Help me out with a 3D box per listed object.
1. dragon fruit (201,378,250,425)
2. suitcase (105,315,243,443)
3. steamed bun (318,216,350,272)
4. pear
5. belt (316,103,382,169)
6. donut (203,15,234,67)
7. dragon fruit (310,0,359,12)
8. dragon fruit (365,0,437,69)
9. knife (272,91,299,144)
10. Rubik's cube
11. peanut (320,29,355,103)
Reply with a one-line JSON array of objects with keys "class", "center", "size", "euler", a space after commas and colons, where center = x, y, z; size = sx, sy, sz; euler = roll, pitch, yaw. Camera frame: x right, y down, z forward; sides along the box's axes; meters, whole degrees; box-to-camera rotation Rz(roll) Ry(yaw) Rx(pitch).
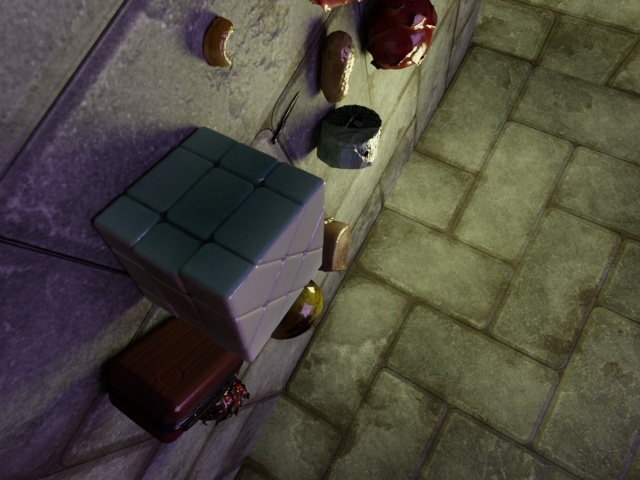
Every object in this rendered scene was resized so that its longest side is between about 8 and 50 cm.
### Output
[{"class": "dragon fruit", "center": [-0.370, 0.580, 1.532], "size": [0.188, 0.182, 0.182], "euler": [-45, 158, -70]}, {"class": "suitcase", "center": [-0.353, 0.326, 1.053], "size": [0.297, 0.236, 0.161], "euler": [-39, 152, -54]}, {"class": "steamed bun", "center": [0.000, 0.000, 1.616], "size": [0.301, 0.252, 0.199], "euler": [-15, 121, -75]}, {"class": "pear", "center": [-0.127, 0.242, 1.578], "size": [0.283, 0.284, 0.283], "euler": [-54, 162, -28]}, {"class": "belt", "center": [0.105, -0.356, 1.448], "size": [0.150, 0.207, 0.257], "euler": [94, 20, -48]}, {"class": "donut", "center": [-0.190, -0.381, 0.803], "size": [0.083, 0.038, 0.067], "euler": [-60, 161, -3]}, {"class": "dragon fruit", "center": [0.056, -0.649, 0.918], "size": [0.126, 0.161, 0.273], "euler": [-42, 155, -57]}, {"class": "dragon fruit", "center": [0.265, -0.697, 1.390], "size": [0.250, 0.250, 0.315], "euler": [-47, 174, -44]}, {"class": "knife", "center": [-0.098, -0.349, 1.186], "size": [0.170, 0.010, 0.023], "euler": [-64, 170, -4]}, {"class": "Rubik's cube", "center": [-0.200, 0.010, 0.891], "size": [0.321, 0.316, 0.318], "euler": [-55, 162, -30]}, {"class": "peanut", "center": [0.052, -0.509, 1.239], "size": [0.108, 0.095, 0.225], "euler": [-48, 159, -33]}]
